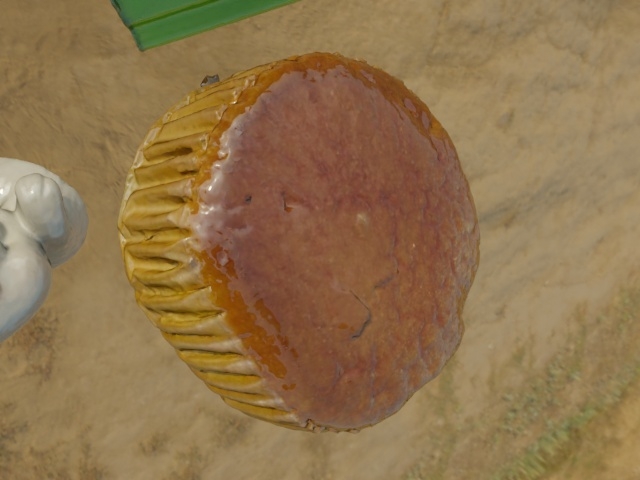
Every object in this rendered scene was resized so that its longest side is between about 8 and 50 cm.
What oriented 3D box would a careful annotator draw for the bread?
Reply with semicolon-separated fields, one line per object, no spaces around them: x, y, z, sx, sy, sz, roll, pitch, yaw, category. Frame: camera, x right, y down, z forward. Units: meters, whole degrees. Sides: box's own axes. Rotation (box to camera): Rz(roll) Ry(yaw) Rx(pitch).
0.000;0.001;0.400;0.199;0.104;0.199;-1;91;-37;bread

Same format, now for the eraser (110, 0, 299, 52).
-0.107;-0.332;0.817;0.274;0.092;0.210;-20;148;-2;eraser

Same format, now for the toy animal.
-0.225;0.040;0.444;0.103;0.221;0.131;30;133;-13;toy animal
